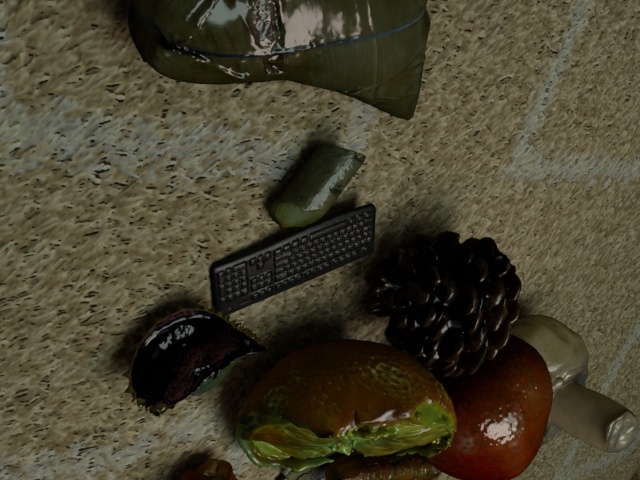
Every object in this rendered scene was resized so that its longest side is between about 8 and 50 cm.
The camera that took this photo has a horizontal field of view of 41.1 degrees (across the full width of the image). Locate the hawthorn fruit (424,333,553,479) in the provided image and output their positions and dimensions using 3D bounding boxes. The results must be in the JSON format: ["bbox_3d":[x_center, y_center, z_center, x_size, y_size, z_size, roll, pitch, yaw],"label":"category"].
[{"bbox_3d":[0.287,0.329,1.575,0.284,0.284,0.369,-31,126,-28],"label":"hawthorn fruit"}]

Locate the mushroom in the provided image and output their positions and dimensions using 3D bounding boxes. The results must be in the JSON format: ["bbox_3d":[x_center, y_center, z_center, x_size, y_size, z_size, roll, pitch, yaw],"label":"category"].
[{"bbox_3d":[0.477,0.331,1.767,0.314,0.336,0.314,-19,123,-33],"label":"mushroom"}]

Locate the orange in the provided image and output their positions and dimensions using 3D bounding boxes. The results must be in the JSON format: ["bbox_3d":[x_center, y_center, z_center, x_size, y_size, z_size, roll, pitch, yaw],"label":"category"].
[{"bbox_3d":[0.032,0.264,1.325,0.334,0.196,0.262,-8,143,-11],"label":"orange"}]

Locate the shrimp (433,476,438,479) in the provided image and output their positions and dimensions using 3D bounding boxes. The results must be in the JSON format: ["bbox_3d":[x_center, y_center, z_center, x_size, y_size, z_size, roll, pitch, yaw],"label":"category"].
[{"bbox_3d":[0.165,0.535,1.824,0.296,0.058,0.169,16,108,-54],"label":"shrimp"}]

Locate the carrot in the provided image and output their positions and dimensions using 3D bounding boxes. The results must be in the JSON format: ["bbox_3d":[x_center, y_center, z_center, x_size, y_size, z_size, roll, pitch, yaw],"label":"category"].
[{"bbox_3d":[0.120,0.424,1.569,0.260,0.070,0.070,7,113,-39],"label":"carrot"}]

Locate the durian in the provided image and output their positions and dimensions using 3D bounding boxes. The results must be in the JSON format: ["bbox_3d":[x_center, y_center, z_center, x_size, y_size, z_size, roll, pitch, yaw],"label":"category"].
[{"bbox_3d":[-0.185,0.154,1.140,0.186,0.119,0.108,-32,175,-22],"label":"durian"}]

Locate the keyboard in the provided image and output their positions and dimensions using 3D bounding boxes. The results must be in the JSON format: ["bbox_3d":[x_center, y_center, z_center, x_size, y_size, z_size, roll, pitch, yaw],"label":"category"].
[{"bbox_3d":[0.009,0.006,1.253,0.381,0.041,0.103,-27,136,-30],"label":"keyboard"}]

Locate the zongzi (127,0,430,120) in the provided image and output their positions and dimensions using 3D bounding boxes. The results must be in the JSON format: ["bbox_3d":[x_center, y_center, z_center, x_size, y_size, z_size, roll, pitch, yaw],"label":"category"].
[{"bbox_3d":[-0.025,-0.210,0.956,0.356,0.174,0.393,-32,144,-20],"label":"zongzi"}]

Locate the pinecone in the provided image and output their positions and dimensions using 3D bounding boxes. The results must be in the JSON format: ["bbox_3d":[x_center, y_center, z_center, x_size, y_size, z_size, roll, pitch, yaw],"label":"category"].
[{"bbox_3d":[0.204,0.095,1.380,0.243,0.243,0.257,-51,138,-4],"label":"pinecone"}]

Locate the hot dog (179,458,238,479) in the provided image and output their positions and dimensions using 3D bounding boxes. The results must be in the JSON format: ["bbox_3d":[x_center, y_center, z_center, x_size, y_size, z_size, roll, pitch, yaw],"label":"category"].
[{"bbox_3d":[-0.218,0.499,1.311,0.117,0.158,0.349,17,110,-32],"label":"hot dog"}]

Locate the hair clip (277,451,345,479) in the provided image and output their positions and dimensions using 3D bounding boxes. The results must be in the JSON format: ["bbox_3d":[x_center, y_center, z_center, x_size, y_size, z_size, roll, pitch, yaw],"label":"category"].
[{"bbox_3d":[-0.008,0.385,1.521,0.146,0.056,0.187,-16,132,-30],"label":"hair clip"}]

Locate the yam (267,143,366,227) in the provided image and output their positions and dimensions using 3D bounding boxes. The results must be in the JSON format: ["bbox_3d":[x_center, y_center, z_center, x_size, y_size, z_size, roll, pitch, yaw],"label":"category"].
[{"bbox_3d":[-0.005,-0.073,1.155,0.146,0.069,0.070,-53,143,-4],"label":"yam"}]
